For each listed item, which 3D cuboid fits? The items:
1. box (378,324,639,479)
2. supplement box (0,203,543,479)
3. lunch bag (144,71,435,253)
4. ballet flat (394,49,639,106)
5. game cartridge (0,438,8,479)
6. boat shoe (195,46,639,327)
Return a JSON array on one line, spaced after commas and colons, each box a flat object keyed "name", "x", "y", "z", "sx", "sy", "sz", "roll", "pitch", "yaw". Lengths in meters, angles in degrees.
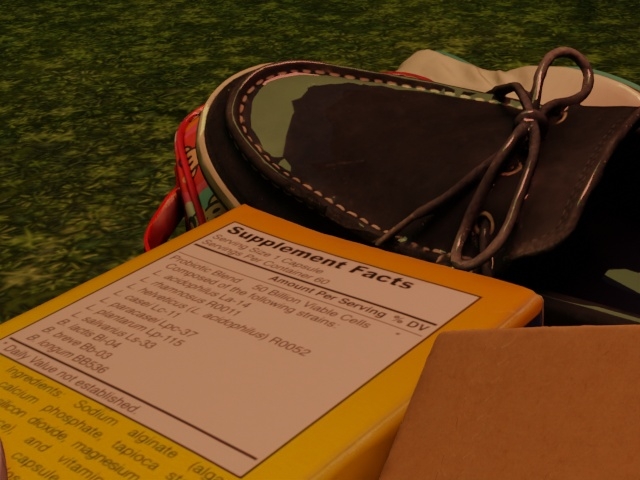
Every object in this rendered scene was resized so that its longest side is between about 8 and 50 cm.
[{"name": "box", "x": 0.066, "y": 0.114, "z": 0.304, "sx": 0.164, "sy": 0.021, "sz": 0.201, "roll": -7, "pitch": 48, "yaw": 48}, {"name": "supplement box", "x": -0.076, "y": 0.149, "z": 0.444, "sx": 0.194, "sy": 0.195, "sz": 0.356, "roll": 17, "pitch": 33, "yaw": 37}, {"name": "lunch bag", "x": 0.000, "y": 0.000, "z": 0.762, "sx": 0.258, "sy": 0.120, "sz": 0.293, "roll": -11, "pitch": 46, "yaw": -8}, {"name": "ballet flat", "x": 0.188, "y": -0.117, "z": 1.098, "sx": 0.139, "sy": 0.139, "sz": 0.400, "roll": -17, "pitch": 24, "yaw": -27}, {"name": "game cartridge", "x": -0.142, "y": 0.076, "z": 0.361, "sx": 0.056, "sy": 0.017, "sz": 0.083, "roll": -13, "pitch": 26, "yaw": -28}, {"name": "boat shoe", "x": 0.136, "y": -0.016, "z": 0.595, "sx": 0.500, "sy": 0.156, "sz": 0.187, "roll": 27, "pitch": 59, "yaw": 25}]
